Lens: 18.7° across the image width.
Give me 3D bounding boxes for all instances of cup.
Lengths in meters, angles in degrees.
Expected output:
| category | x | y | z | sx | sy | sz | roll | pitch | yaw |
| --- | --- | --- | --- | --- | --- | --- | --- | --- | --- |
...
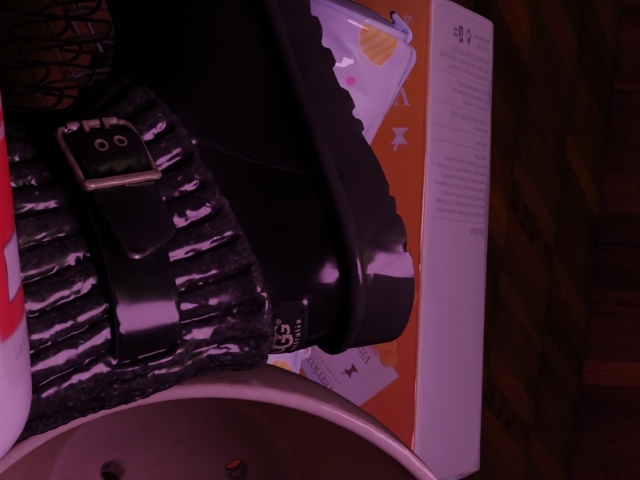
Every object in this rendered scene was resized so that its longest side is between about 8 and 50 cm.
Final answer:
| category | x | y | z | sx | sy | sz | roll | pitch | yaw |
| --- | --- | --- | --- | --- | --- | --- | --- | --- | --- |
| cup | -0.081 | 0.200 | 1.154 | 0.237 | 0.331 | 0.331 | -118 | -157 | -72 |

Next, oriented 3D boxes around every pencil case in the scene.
| category | x | y | z | sx | sy | sz | roll | pitch | yaw |
| --- | --- | --- | --- | --- | --- | --- | --- | --- | --- |
| pencil case | -0.034 | -0.037 | 1.292 | 0.113 | 0.124 | 0.273 | -4 | 114 | -77 |

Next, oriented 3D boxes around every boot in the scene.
| category | x | y | z | sx | sy | sz | roll | pitch | yaw |
| --- | --- | --- | --- | --- | --- | --- | --- | --- | --- |
| boot | -0.127 | -0.061 | 1.019 | 0.131 | 0.260 | 0.348 | 102 | -31 | -49 |

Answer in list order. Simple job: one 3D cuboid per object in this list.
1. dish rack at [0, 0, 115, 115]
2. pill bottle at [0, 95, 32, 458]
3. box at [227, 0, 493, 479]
| category | x | y | z | sx | sy | sz | roll | pitch | yaw |
| --- | --- | --- | --- | --- | --- | --- | --- | --- | --- |
| dish rack | -0.166 | -0.108 | 1.164 | 0.271 | 0.074 | 0.208 | 66 | 31 | -49 |
| pill bottle | -0.241 | -0.104 | 0.732 | 0.229 | 0.229 | 0.408 | -39 | 128 | -65 |
| box | 0.000 | 0.000 | 1.428 | 0.168 | 0.215 | 0.345 | 4 | 87 | -70 |
